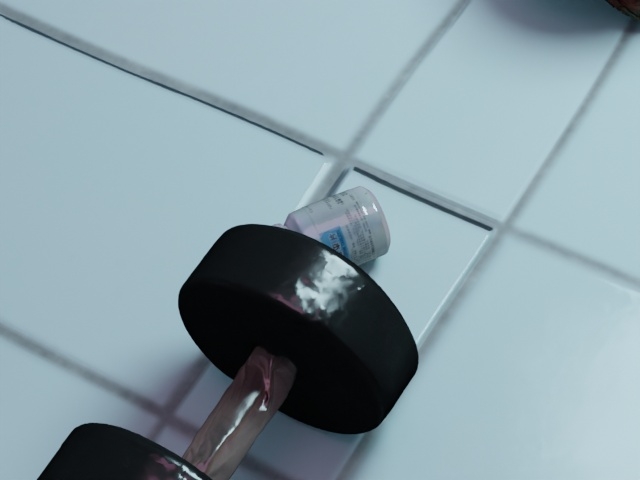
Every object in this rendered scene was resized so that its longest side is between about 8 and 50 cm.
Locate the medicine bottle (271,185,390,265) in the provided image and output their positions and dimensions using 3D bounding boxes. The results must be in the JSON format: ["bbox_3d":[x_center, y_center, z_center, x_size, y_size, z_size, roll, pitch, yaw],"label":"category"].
[{"bbox_3d":[0.000,0.000,1.047,0.089,0.052,0.052,-21,56,-10],"label":"medicine bottle"}]

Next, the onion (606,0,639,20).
[{"bbox_3d":[0.234,-0.240,1.156,0.184,0.184,0.147,-13,97,-5],"label":"onion"}]

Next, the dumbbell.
[{"bbox_3d":[-0.056,0.114,0.911,0.152,0.152,0.218,25,60,20],"label":"dumbbell"}]
